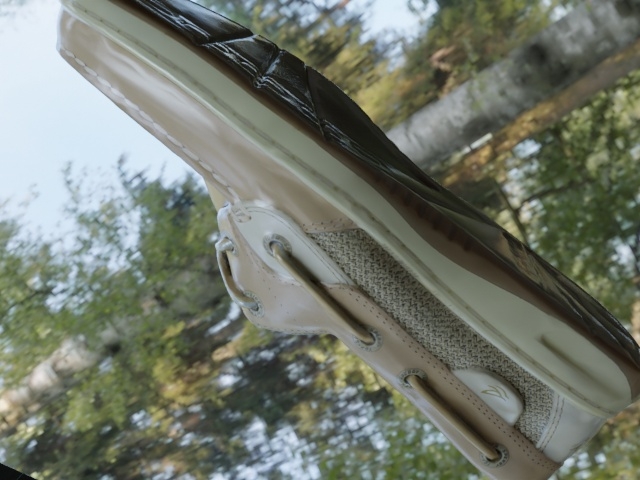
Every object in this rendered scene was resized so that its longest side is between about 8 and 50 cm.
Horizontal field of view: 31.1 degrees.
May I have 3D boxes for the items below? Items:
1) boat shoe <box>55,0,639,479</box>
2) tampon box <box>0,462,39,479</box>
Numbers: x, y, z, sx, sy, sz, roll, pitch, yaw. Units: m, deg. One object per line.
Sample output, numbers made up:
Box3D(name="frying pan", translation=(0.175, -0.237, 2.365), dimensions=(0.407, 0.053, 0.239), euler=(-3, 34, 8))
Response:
Box3D(name="boat shoe", translation=(0.000, 0.000, 0.559), dimensions=(0.341, 0.110, 0.121), euler=(38, -163, -3))
Box3D(name="tampon box", translation=(-0.274, 0.273, 0.911), dimensions=(0.120, 0.101, 0.161), euler=(25, -135, 0))
